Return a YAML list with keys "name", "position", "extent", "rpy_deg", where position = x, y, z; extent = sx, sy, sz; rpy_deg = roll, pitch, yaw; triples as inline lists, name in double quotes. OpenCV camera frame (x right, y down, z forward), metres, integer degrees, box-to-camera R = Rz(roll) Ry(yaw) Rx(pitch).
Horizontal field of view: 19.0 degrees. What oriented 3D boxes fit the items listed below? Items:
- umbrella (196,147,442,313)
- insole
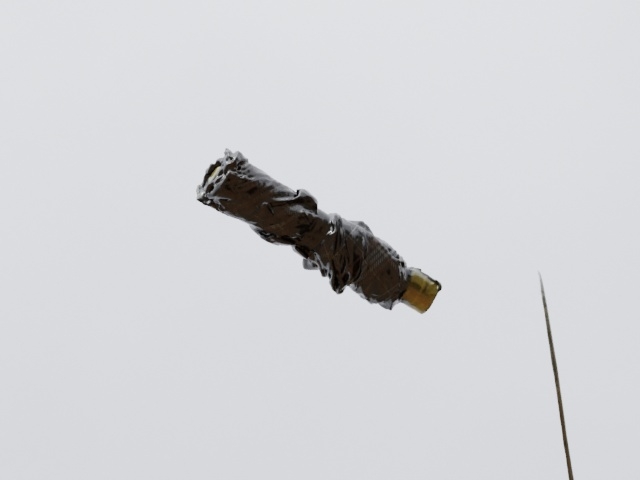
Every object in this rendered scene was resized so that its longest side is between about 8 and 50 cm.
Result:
- name: "umbrella"
  position: [0.000, 0.000, 1.036]
  extent: [0.144, 0.037, 0.040]
  rpy_deg: [30, -75, -14]
- name: "insole"
  position: [0.144, 0.114, 1.129]
  extent: [0.004, 0.065, 0.197]
  rpy_deg: [-9, -85, 6]
